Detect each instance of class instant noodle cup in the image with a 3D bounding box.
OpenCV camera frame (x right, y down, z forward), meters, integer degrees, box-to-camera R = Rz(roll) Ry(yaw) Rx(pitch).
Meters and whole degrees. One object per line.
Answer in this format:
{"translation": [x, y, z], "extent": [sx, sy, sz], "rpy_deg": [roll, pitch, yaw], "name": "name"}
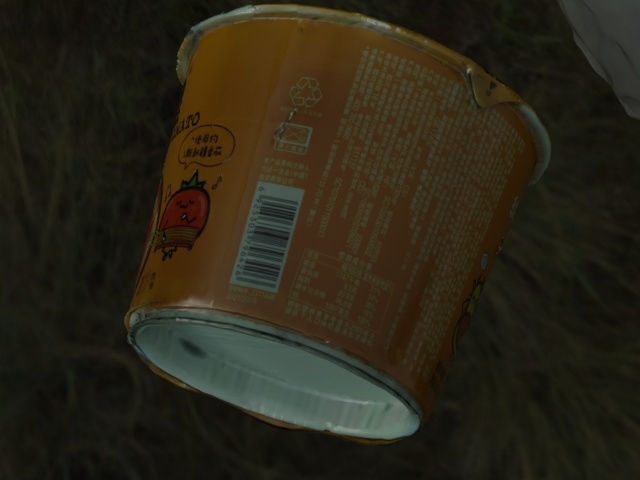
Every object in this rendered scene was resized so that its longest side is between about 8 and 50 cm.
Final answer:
{"translation": [0.000, 0.000, 0.918], "extent": [0.215, 0.216, 0.172], "rpy_deg": [25, 68, -17], "name": "instant noodle cup"}

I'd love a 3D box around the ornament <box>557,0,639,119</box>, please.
{"translation": [0.294, -0.193, 0.999], "extent": [0.337, 0.337, 0.337], "rpy_deg": [-3, 106, -10], "name": "ornament"}
